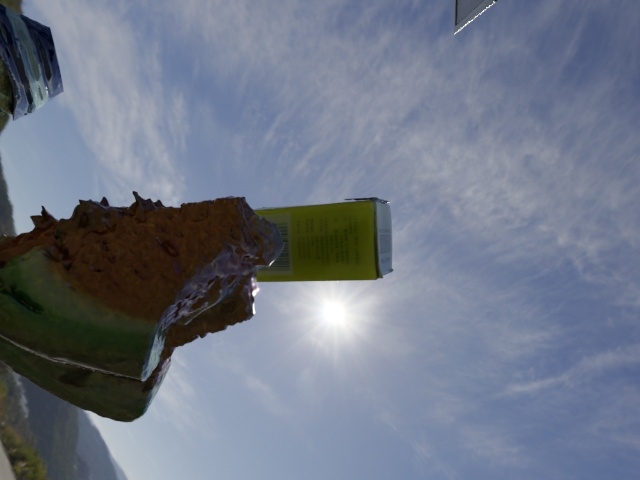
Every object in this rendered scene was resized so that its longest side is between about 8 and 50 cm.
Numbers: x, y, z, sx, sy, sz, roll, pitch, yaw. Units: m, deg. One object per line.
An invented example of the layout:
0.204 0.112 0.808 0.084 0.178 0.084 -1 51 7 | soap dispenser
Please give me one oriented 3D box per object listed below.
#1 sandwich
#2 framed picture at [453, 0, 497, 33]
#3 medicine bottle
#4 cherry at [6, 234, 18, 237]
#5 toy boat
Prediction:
-0.173 0.062 0.408 0.251 0.300 0.162 58 1 -28 | sandwich
0.279 -0.509 0.740 0.017 0.274 0.218 -3 -72 5 | framed picture
0.000 0.000 0.748 0.249 0.137 0.141 -2 -91 20 | medicine bottle
-0.643 0.049 0.862 0.188 0.115 0.148 35 -41 43 | cherry
-0.468 -0.227 0.507 0.210 0.291 0.071 -30 -104 34 | toy boat
